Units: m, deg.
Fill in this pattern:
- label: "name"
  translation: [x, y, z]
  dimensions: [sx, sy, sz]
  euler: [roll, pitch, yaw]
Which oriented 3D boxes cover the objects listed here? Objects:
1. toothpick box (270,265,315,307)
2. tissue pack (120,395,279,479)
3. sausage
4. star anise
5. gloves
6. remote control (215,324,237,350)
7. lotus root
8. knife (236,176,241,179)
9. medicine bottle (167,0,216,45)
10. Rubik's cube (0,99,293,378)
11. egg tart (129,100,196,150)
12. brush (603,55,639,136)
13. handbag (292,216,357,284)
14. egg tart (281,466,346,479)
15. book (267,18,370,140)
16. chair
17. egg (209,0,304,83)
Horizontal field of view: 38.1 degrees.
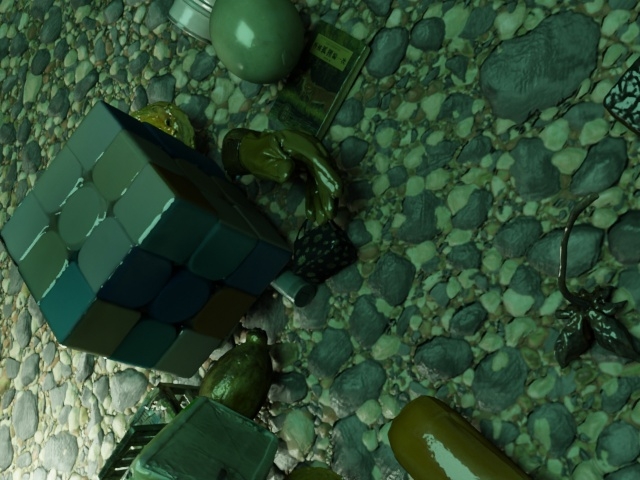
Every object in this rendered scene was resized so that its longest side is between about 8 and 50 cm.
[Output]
- label: "toothpick box"
  translation: [-0.055, 0.086, 1.772]
  dimensions: [0.083, 0.052, 0.052]
  euler: [36, 102, 41]
- label: "tissue pack"
  translation: [-0.272, 0.506, 1.574]
  dimensions: [0.205, 0.332, 0.405]
  euler: [31, 104, 2]
- label: "sausage"
  translation: [0.250, 0.384, 1.407]
  dimensions: [0.134, 0.116, 0.354]
  euler: [-48, 55, 2]
- label: "star anise"
  translation: [0.380, 0.073, 1.320]
  dimensions: [0.218, 0.227, 0.148]
  euler: [-55, 44, 1]
- label: "gloves"
  translation: [-0.058, -0.142, 1.759]
  dimensions: [0.331, 0.154, 0.141]
  euler: [23, 66, 44]
- label: "remote control"
  translation: [-0.285, 0.091, 1.951]
  dimensions: [0.335, 0.065, 0.128]
  euler: [42, 108, 38]
- label: "lotus root"
  translation: [-0.154, 0.267, 1.754]
  dimensions: [0.138, 0.138, 0.214]
  euler: [27, 91, 40]
- label: "knife"
  translation: [-0.153, -0.168, 1.945]
  dimensions: [0.027, 0.010, 0.096]
  euler: [46, 111, 36]
- label: "medicine bottle"
  translation: [-0.218, -0.565, 2.010]
  dimensions: [0.258, 0.143, 0.143]
  euler: [-54, 52, 14]
- label: "Rubik's cube"
  translation: [-0.331, 0.005, 1.753]
  dimensions: [0.346, 0.344, 0.347]
  euler: [-50, 53, 11]
- label: "egg tart"
  translation: [-0.371, -0.171, 2.067]
  dimensions: [0.291, 0.107, 0.291]
  euler: [-15, 65, 34]
- label: "brush"
  translation: [0.522, -0.193, 1.361]
  dimensions: [0.123, 0.059, 0.197]
  euler: [-53, 52, 15]
- label: "handbag"
  translation: [0.000, 0.000, 1.748]
  dimensions: [0.115, 0.072, 0.139]
  euler: [-36, 45, 27]
- label: "egg tart"
  translation: [-0.033, 0.500, 1.570]
  dimensions: [0.215, 0.171, 0.215]
  euler: [2, 94, 36]
- label: "book"
  translation: [-0.006, -0.314, 1.851]
  dimensions: [0.160, 0.024, 0.228]
  euler: [40, 105, 41]
- label: "chair"
  translation: [-0.317, 0.364, 1.775]
  dimensions: [0.147, 0.270, 0.136]
  euler: [46, 110, 36]
- label: "egg"
  translation: [-0.130, -0.424, 1.873]
  dimensions: [0.186, 0.186, 0.253]
  euler: [-45, 51, 22]
